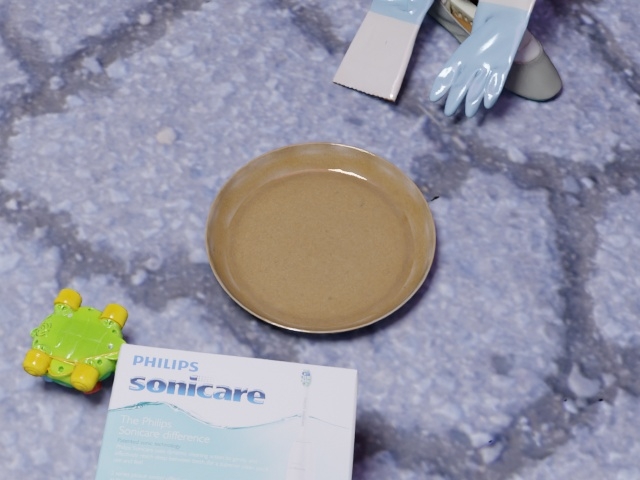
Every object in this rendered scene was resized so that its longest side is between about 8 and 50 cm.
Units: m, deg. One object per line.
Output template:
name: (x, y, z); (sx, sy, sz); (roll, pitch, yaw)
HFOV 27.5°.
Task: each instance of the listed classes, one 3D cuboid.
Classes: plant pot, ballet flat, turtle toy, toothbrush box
plant pot: (0.000, 0.000, 1.352); (0.236, 0.032, 0.236); (0, 57, 0)
ballet flat: (0.193, -0.242, 1.496); (0.072, 0.068, 0.213); (-34, 63, -21)
turtle toy: (-0.218, 0.109, 1.254); (0.130, 0.066, 0.095); (17, 57, 9)
toothbrush box: (-0.087, 0.250, 1.115); (0.216, 0.126, 0.295); (6, 55, -2)

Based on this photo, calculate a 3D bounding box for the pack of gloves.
pack of gloves: (0.147, -0.250, 1.473); (0.195, 0.046, 0.232); (20, 83, 28)
